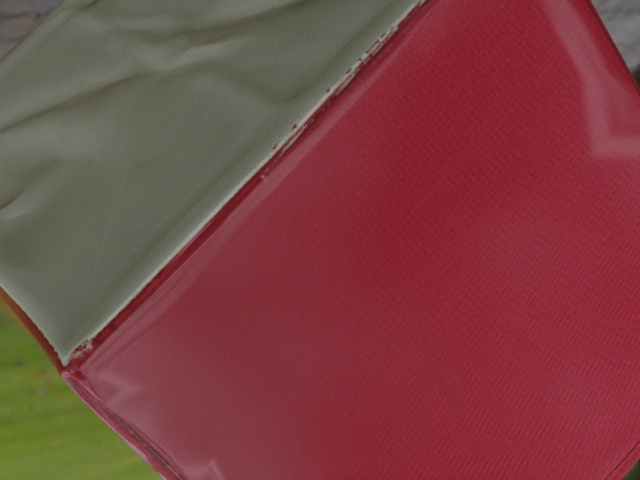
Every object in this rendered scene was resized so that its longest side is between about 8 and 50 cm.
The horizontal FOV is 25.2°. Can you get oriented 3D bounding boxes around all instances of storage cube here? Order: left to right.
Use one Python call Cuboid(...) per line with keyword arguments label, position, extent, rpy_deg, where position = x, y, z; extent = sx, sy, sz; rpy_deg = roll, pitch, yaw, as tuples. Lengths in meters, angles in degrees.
Cuboid(label="storage cube", position=(0.000, 0.000, 0.501), extent=(0.215, 0.183, 0.193), rpy_deg=(-47, 126, -9))
